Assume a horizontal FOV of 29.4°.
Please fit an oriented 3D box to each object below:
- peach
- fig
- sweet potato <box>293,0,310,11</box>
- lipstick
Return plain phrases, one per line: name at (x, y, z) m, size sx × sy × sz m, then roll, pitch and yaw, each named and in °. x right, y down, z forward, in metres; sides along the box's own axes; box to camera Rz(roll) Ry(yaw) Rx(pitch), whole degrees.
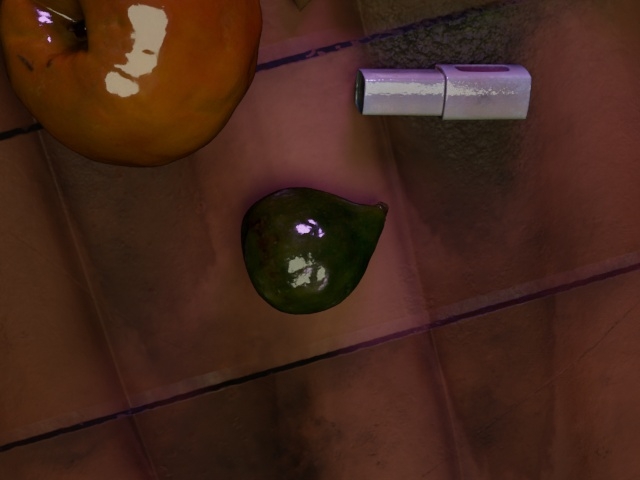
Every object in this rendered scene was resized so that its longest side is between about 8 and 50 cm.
peach at (-0.237, -0.263, 1.595) m, size 0.301 × 0.343 × 0.343 m, roll -4°, pitch 123°, yaw -59°
fig at (0.000, 0.000, 1.822) m, size 0.245 × 0.195 × 0.195 m, roll -28°, pitch 116°, yaw -8°
sweet potato at (-0.011, -0.421, 1.704) m, size 0.068 × 0.060 × 0.206 m, roll -5°, pitch 120°, yaw -21°
lipstick at (0.181, -0.221, 1.820) m, size 0.253 × 0.079 × 0.077 m, roll -2°, pitch 114°, yaw -9°
